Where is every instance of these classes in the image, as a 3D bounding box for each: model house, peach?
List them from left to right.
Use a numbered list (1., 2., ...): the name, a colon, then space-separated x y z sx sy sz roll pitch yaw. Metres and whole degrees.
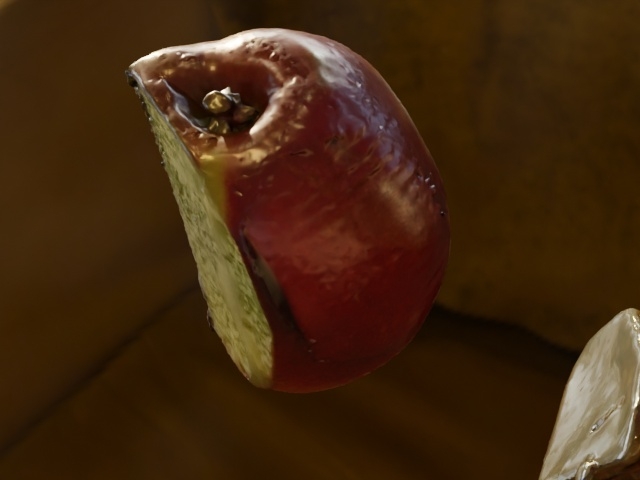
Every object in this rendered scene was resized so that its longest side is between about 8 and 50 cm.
1. peach: 0.002 0.002 1.162 0.158 0.267 0.154 -21 39 -10
2. model house: 0.311 0.182 1.570 0.229 0.199 0.220 31 58 -10
